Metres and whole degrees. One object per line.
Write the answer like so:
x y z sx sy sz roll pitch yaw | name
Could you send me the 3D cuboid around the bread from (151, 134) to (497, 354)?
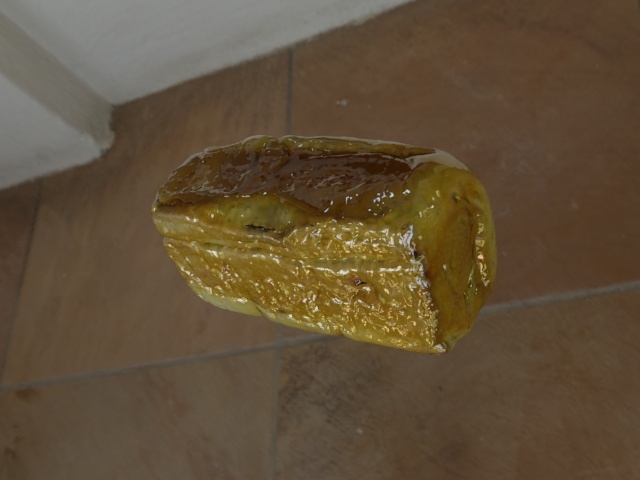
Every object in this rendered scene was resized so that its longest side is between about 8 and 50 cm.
0.000 0.000 0.700 0.294 0.167 0.132 7 51 36 | bread
